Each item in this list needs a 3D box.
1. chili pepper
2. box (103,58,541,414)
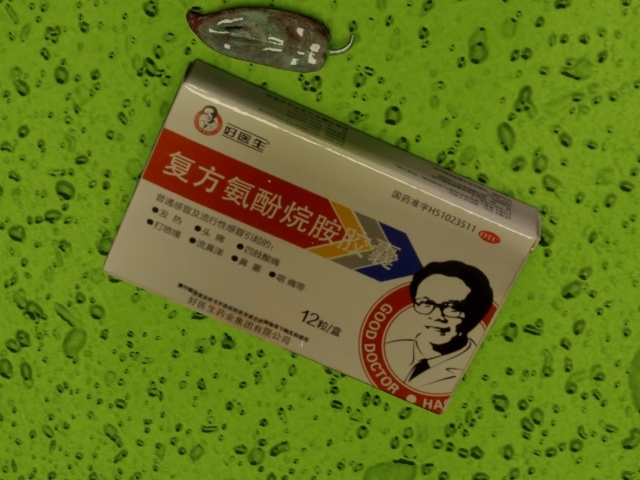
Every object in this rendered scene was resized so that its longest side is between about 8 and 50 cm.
[{"bbox_3d":[-0.047,-0.180,1.707,0.153,0.041,0.050,12,75,1],"label":"chili pepper"},{"bbox_3d":[0.000,0.000,1.781,0.353,0.069,0.214,23,117,-7],"label":"box"}]
